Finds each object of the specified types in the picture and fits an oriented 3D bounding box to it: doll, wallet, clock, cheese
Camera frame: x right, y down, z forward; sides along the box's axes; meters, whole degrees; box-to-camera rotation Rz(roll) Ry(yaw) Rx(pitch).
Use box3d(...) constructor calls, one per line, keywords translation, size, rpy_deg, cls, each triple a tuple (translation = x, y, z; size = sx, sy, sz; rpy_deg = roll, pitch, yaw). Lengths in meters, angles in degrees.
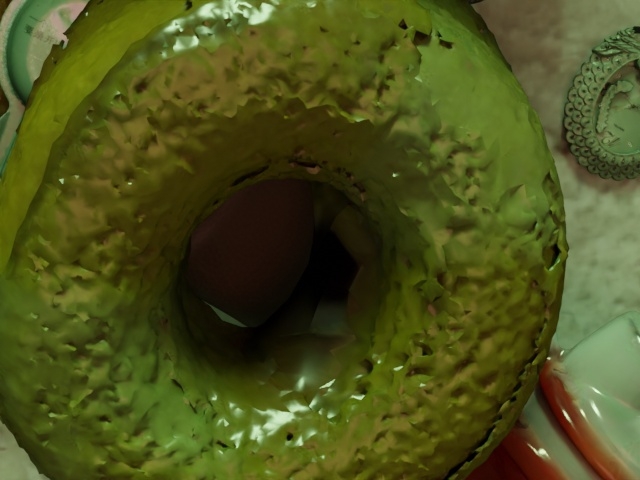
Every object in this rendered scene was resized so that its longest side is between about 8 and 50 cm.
box3d(translation=(0.078, 0.157, 0.507), size=(0.290, 0.130, 0.161), rpy_deg=(-44, 82, 21), cls="doll")
box3d(translation=(0.000, 0.000, 0.485), size=(0.118, 0.039, 0.152), rpy_deg=(-48, 128, 4), cls="wallet")
box3d(translation=(0.169, -0.072, 0.519), size=(0.074, 0.010, 0.083), rpy_deg=(29, 101, -11), cls="clock")
box3d(translation=(-0.116, -0.068, 0.424), size=(0.067, 0.026, 0.121), rpy_deg=(25, 100, -13), cls="cheese")

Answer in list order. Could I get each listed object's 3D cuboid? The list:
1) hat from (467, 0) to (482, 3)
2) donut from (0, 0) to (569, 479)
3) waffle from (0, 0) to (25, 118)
box3d(translation=(0.092, -0.155, 0.482), size=(0.087, 0.042, 0.058), rpy_deg=(-14, 99, 34), cls="hat")
box3d(translation=(-0.017, 0.012, 0.389), size=(0.272, 0.107, 0.272), rpy_deg=(-2, 106, -8), cls="donut")
box3d(translation=(-0.126, -0.109, 0.461), size=(0.293, 0.069, 0.260), rpy_deg=(-42, 107, 5), cls="waffle")
